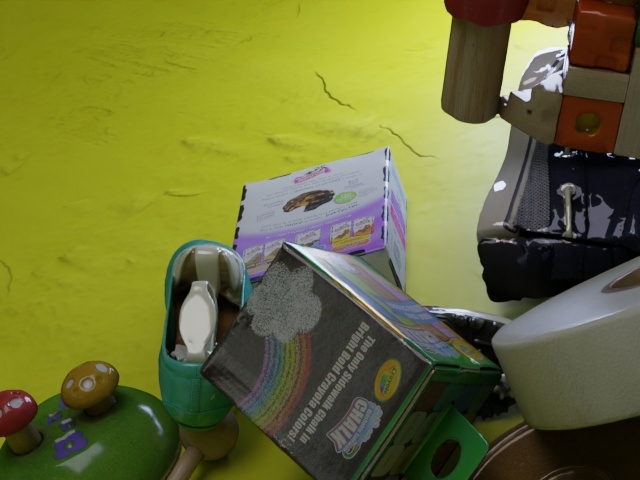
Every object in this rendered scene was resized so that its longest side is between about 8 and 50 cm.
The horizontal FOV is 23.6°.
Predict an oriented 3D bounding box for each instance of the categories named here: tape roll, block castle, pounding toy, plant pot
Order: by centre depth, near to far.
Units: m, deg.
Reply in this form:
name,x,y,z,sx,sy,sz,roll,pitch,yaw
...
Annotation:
name,x,y,z,sx,sy,sz,roll,pitch,yaw
plant pot,0.181,0.198,1.097,0.236,0.032,0.236,-21,35,15
tape roll,0.312,0.029,1.107,0.392,0.072,0.392,-23,0,0
pounding toy,-0.209,0.169,1.357,0.237,0.110,0.183,7,40,40
block castle,0.335,-0.233,1.412,0.453,0.213,0.303,9,33,4

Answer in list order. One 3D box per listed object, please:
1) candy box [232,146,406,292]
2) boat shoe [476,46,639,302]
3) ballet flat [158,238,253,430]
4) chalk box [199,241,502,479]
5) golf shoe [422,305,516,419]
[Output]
name,x,y,z,sx,sy,sz,roll,pitch,yaw
candy box,0.000,0.000,1.538,0.165,0.070,0.196,-14,31,13
boat shoe,0.259,-0.066,1.447,0.158,0.127,0.340,1,43,21
ballet flat,-0.099,0.057,1.367,0.083,0.087,0.247,4,39,-5
chalk box,0.042,0.117,1.179,0.213,0.132,0.132,40,103,27
golf shoe,0.071,0.086,1.322,0.273,0.105,0.120,-4,27,28
